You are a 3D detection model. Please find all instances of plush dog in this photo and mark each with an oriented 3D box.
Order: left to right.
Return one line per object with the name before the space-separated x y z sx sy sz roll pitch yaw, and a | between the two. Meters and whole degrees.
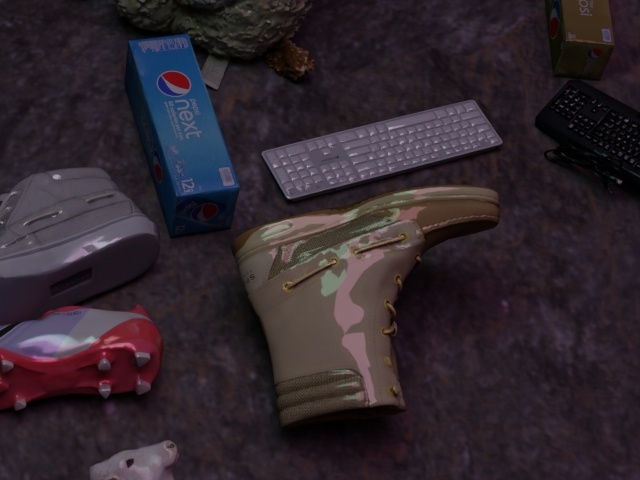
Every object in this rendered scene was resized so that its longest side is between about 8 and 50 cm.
plush dog | -0.070 -0.305 1.852 0.262 0.225 0.210 -27 63 -27

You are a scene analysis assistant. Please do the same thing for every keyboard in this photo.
keyboard | 0.067 -0.098 1.858 0.256 0.014 0.072 -15 58 -20
keyboard | 0.316 -0.104 1.863 0.192 0.038 0.100 33 75 28

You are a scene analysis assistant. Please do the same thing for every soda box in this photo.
soda box | -0.145 -0.110 1.792 0.067 0.071 0.210 -8 56 -17
soda box | 0.292 -0.273 1.997 0.058 0.061 0.181 5 54 -6

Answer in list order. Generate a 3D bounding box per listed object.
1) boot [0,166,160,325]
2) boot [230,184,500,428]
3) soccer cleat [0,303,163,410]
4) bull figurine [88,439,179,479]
boot | -0.291 0.010 1.677 0.258 0.095 0.123 -20 52 -31
boot | 0.064 0.062 1.653 0.262 0.095 0.203 -13 74 -8
soccer cleat | -0.269 0.103 1.617 0.248 0.083 0.095 -3 35 -11
bull figurine | -0.148 0.317 1.459 0.188 0.101 0.310 21 53 3
